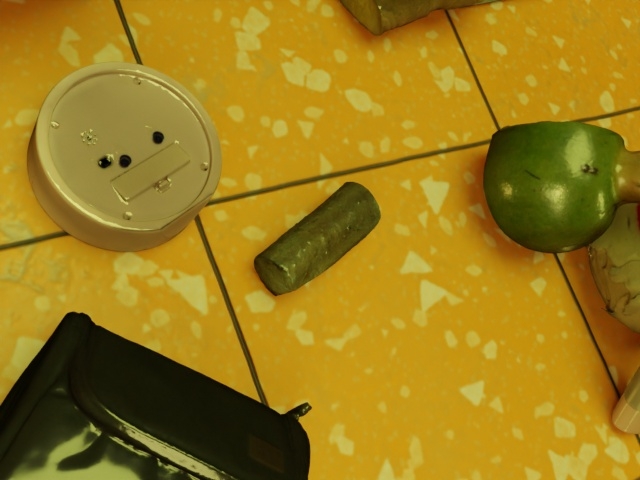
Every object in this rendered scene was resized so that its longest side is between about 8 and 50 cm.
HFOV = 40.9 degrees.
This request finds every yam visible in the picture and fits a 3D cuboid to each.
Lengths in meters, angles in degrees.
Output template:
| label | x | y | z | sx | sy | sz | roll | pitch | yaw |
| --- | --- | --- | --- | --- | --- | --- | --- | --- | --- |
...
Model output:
| label | x | y | z | sx | sy | sz | roll | pitch | yaw |
| --- | --- | --- | --- | --- | --- | --- | --- | --- | --- |
| yam | 0.000 | 0.000 | 0.998 | 0.068 | 0.068 | 0.169 | 49 | 56 | -2 |

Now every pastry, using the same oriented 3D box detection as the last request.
| label | x | y | z | sx | sy | sz | roll | pitch | yaw |
| --- | --- | --- | --- | --- | --- | --- | --- | --- | --- |
| pastry | 0.491 | 0.018 | 1.170 | 0.265 | 0.133 | 0.265 | -8 | 51 | 10 |

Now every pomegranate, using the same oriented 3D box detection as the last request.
| label | x | y | z | sx | sy | sz | roll | pitch | yaw |
| --- | --- | --- | --- | --- | --- | --- | --- | --- | --- |
| pomegranate | 0.333 | -0.061 | 1.128 | 0.241 | 0.190 | 0.159 | 4 | 84 | -4 |

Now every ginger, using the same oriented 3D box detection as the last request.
| label | x | y | z | sx | sy | sz | roll | pitch | yaw |
| --- | --- | --- | --- | --- | --- | --- | --- | --- | --- |
| ginger | 0.157 | -0.368 | 1.177 | 0.263 | 0.116 | 0.109 | -24 | 49 | -12 |

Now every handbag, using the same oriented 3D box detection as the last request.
| label | x | y | z | sx | sy | sz | roll | pitch | yaw |
| --- | --- | --- | --- | --- | --- | --- | --- | --- | --- |
| handbag | -0.142 | 0.205 | 0.770 | 0.302 | 0.178 | 0.275 | 31 | 59 | -14 |

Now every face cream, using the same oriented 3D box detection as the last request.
| label | x | y | z | sx | sy | sz | roll | pitch | yaw |
| --- | --- | --- | --- | --- | --- | --- | --- | --- | --- |
| face cream | 0.442 | 0.165 | 1.093 | 0.084 | 0.198 | 0.057 | -11 | 43 | -28 |

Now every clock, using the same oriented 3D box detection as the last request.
| label | x | y | z | sx | sy | sz | roll | pitch | yaw |
| --- | --- | --- | --- | --- | --- | --- | --- | --- | --- |
| clock | -0.209 | -0.090 | 0.922 | 0.197 | 0.068 | 0.197 | 11 | 66 | -24 |

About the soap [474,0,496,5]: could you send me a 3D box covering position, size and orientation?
| label | x | y | z | sx | sy | sz | roll | pitch | yaw |
| --- | --- | --- | --- | --- | --- | --- | --- | --- | --- |
| soap | 0.271 | -0.434 | 1.324 | 0.198 | 0.066 | 0.119 | -20 | 82 | -33 |
